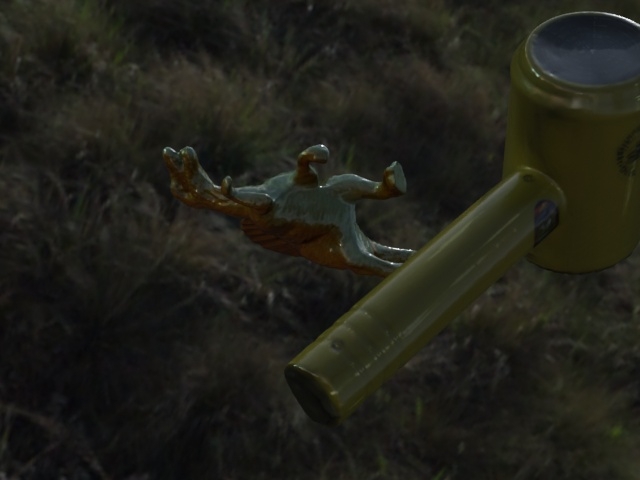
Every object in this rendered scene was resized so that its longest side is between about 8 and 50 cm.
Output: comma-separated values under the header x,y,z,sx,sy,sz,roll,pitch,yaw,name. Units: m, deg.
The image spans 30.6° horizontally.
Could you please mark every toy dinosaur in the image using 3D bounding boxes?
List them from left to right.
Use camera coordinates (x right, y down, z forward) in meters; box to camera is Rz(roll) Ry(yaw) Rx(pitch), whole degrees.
x,y,z,sx,sy,sz,roll,pitch,yaw,name
-0.001,0.000,0.791,0.212,0.142,0.057,53,40,-47,toy dinosaur

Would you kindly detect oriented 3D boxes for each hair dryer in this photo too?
x,y,z,sx,sy,sz,roll,pitch,yaw,name
0.088,-0.005,0.637,0.090,0.135,0.278,33,56,30,hair dryer
